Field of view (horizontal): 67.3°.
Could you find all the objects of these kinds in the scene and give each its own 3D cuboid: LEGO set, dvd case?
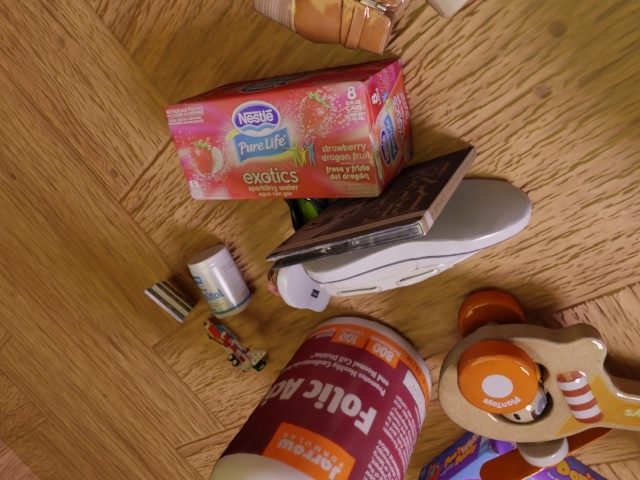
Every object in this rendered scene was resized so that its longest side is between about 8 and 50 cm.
[{"bbox_3d":[-0.180,0.144,0.826,0.244,0.060,0.182,42,172,-6],"label":"LEGO set"},{"bbox_3d":[0.062,-0.040,0.506,0.165,0.221,0.018,-14,108,34],"label":"dvd case"}]

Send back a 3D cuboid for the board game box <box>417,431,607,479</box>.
[{"bbox_3d":[0.348,0.437,0.732,0.347,0.078,0.233,33,129,7],"label":"board game box"}]

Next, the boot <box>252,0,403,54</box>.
[{"bbox_3d":[0.026,-0.297,0.477,0.153,0.073,0.197,22,125,5],"label":"boot"}]

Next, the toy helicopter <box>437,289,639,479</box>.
[{"bbox_3d":[0.323,0.206,0.577,0.356,0.140,0.234,5,116,14],"label":"toy helicopter"}]

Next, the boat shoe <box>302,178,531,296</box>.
[{"bbox_3d":[0.113,0.009,0.577,0.268,0.096,0.088,-20,138,11],"label":"boat shoe"}]

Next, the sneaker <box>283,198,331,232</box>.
[{"bbox_3d":[0.000,0.000,0.655,0.067,0.078,0.188,-14,113,33],"label":"sneaker"}]

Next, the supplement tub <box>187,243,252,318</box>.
[{"bbox_3d":[-0.164,0.068,0.791,0.071,0.071,0.107,-13,112,34],"label":"supplement tub"}]

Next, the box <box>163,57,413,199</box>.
[{"bbox_3d":[-0.035,-0.127,0.566,0.257,0.128,0.122,2,119,28],"label":"box"}]

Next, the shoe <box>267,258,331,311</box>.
[{"bbox_3d":[-0.046,0.057,0.677,0.081,0.063,0.178,19,170,21],"label":"shoe"}]

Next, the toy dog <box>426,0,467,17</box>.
[{"bbox_3d":[0.141,-0.317,0.324,0.220,0.160,0.333,22,130,-2],"label":"toy dog"}]

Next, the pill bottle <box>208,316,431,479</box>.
[{"bbox_3d":[-0.006,0.300,0.638,0.224,0.392,0.223,13,123,21],"label":"pill bottle"}]
